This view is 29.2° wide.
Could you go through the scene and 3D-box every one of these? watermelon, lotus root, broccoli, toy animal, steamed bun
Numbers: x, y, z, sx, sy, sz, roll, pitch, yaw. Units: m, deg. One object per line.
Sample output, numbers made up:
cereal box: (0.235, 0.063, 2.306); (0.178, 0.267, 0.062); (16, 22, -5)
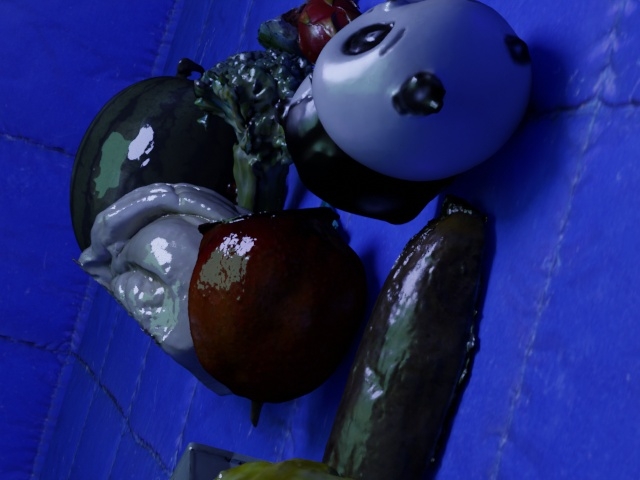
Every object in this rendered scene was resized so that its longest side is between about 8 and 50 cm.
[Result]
watermelon: (-0.008, -0.288, 1.656); (0.139, 0.071, 0.187); (-44, -7, 12)
lotus root: (0.059, 0.113, 1.065); (0.167, 0.078, 0.329); (-165, 92, -72)
broccoli: (-0.054, -0.113, 1.593); (0.199, 0.177, 0.274); (0, 98, 54)
toy animal: (0.078, -0.122, 1.069); (0.187, 0.165, 0.235); (-33, -5, -23)
steamed bun: (-0.142, 0.044, 1.507); (0.206, 0.275, 0.320); (-43, 44, -6)
watermelon: (-0.230, -0.093, 1.846); (0.279, 0.279, 0.359); (-144, 72, -73)

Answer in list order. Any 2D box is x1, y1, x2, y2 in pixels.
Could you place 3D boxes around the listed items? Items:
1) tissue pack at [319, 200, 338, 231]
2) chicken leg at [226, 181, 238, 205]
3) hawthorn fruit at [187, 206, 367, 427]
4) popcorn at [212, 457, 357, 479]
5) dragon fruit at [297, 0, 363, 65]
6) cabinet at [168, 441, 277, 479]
tissue pack: (0.000, 0.000, 1.458); (0.138, 0.028, 0.085); (-105, 39, -69)
chicken leg: (-0.111, -0.010, 1.735); (0.048, 0.089, 0.219); (-4, -64, -62)
hawthorn fruit: (-0.055, 0.079, 1.278); (0.189, 0.190, 0.251); (-133, 58, -71)
popcorn: (-0.010, 0.260, 0.889); (0.204, 0.221, 0.183); (-49, 5, 39)
dragon fruit: (0.022, -0.246, 1.534); (0.094, 0.094, 0.190); (-64, 28, 28)
cabinet: (-0.087, 0.336, 1.191); (0.206, 0.145, 0.150); (-95, 28, -52)
